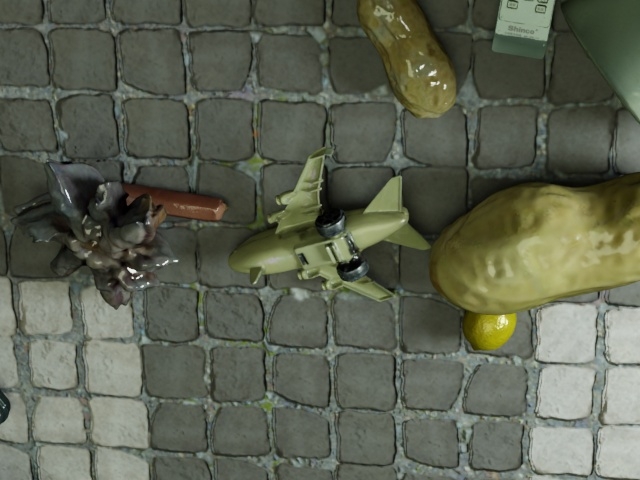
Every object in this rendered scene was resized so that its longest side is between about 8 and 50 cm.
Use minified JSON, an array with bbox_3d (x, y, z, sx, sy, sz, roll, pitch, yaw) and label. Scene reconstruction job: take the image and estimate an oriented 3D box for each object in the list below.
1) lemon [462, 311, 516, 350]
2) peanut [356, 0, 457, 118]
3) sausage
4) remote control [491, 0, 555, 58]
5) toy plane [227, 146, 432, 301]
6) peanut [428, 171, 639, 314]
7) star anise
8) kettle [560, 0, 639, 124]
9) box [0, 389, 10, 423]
[{"bbox_3d":[0.204,0.097,1.570,0.062,0.062,0.083,27,101,-3],"label":"lemon"},{"bbox_3d":[0.095,-0.211,1.443,0.080,0.080,0.174,-25,108,19],"label":"peanut"},{"bbox_3d":[-0.185,-0.047,1.588,0.147,0.030,0.035,11,117,5],"label":"sausage"},{"bbox_3d":[0.228,-0.280,1.419,0.061,0.029,0.162,10,110,3],"label":"remote control"},{"bbox_3d":[0.000,0.000,1.548,0.244,0.092,0.229,-19,123,13],"label":"toy plane"},{"bbox_3d":[0.272,-0.002,1.473,0.319,0.147,0.147,-14,110,18],"label":"peanut"},{"bbox_3d":[-0.261,-0.011,1.554,0.236,0.093,0.229,-7,130,42],"label":"star anise"},{"bbox_3d":[0.431,-0.293,1.290,0.377,0.250,0.361,-38,77,19],"label":"kettle"},{"bbox_3d":[-0.535,0.180,1.735,0.160,0.050,0.230,-31,105,21],"label":"box"}]
